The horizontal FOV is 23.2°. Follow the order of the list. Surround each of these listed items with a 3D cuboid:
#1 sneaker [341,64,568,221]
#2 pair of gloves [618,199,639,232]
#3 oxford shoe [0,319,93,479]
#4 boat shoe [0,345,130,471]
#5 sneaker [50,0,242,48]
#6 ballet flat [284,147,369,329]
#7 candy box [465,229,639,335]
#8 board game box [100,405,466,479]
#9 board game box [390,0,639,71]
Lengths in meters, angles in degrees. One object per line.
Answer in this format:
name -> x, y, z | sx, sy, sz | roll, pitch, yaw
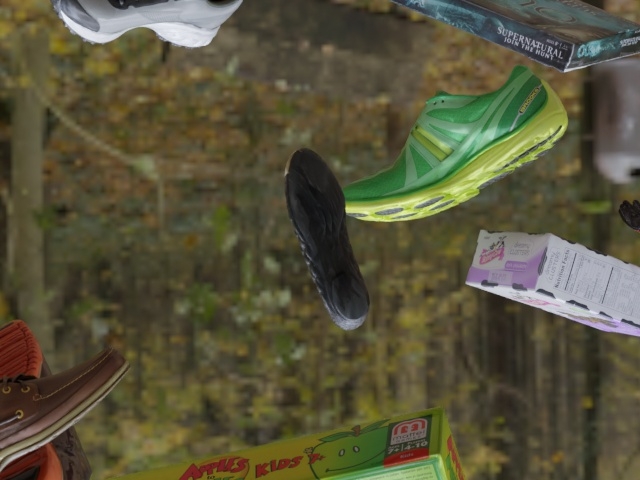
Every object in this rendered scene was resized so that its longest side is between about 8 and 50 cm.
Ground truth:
sneaker -> 0.151, -0.112, 1.868 | 0.295, 0.123, 0.109 | -27, 164, 15
pair of gloves -> 0.376, -0.029, 1.724 | 0.083, 0.010, 0.074 | -15, -143, -13
oxford shoe -> -0.249, 0.168, 1.306 | 0.097, 0.098, 0.271 | -32, -145, 6
boat shoe -> -0.227, 0.129, 1.169 | 0.178, 0.060, 0.064 | -33, -175, -5
sneaker -> -0.194, -0.281, 1.729 | 0.108, 0.100, 0.271 | -33, 163, 37
ballet flat -> 0.000, 0.000, 1.421 | 0.057, 0.173, 0.049 | -12, 171, -22
candy box -> 0.291, 0.050, 1.771 | 0.196, 0.070, 0.165 | 19, 175, -21
board game box -> -0.021, 0.140, 0.689 | 0.181, 0.092, 0.043 | -14, -159, 12
board game box -> 0.147, -0.182, 1.223 | 0.186, 0.026, 0.126 | 27, -153, 29
